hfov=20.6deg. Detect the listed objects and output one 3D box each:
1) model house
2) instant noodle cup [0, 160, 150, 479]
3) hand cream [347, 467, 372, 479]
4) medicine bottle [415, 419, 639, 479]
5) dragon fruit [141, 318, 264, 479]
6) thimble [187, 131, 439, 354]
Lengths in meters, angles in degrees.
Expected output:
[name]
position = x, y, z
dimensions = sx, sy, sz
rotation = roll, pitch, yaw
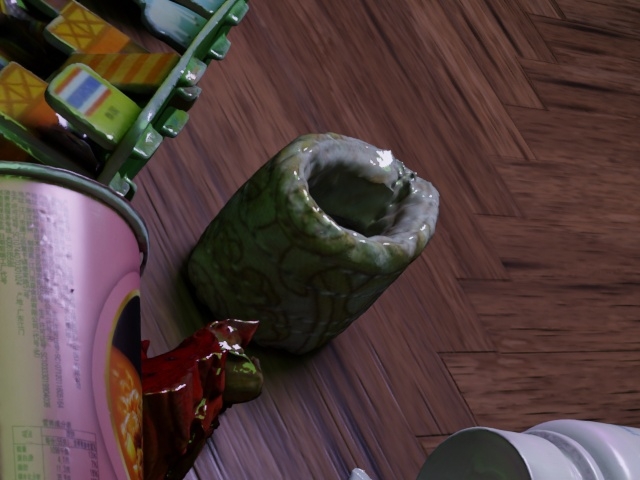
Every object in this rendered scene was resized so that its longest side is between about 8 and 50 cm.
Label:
[model house]
position = -0.235, -0.155, 1.275
dimensions = 0.313, 0.242, 0.357
rotation = 36, 35, -5
[instant noodle cup]
position = -0.200, 0.116, 1.032
dimensions = 0.244, 0.244, 0.255
rotation = 13, 52, -38
[hand cream]
position = 0.012, 0.225, 1.278
dimensions = 0.067, 0.042, 0.194
rotation = 39, 27, 9
[medicine bottle]
position = 0.217, 0.225, 1.368
dimensions = 0.293, 0.170, 0.170
rotation = 13, 43, -37
[dragon fruit]
position = -0.111, 0.118, 1.264
dimensions = 0.192, 0.122, 0.092
rotation = -38, 121, -60
[thimble]
position = 0.000, 0.000, 1.420
dimensions = 0.190, 0.143, 0.137
rotation = -12, 60, -51
